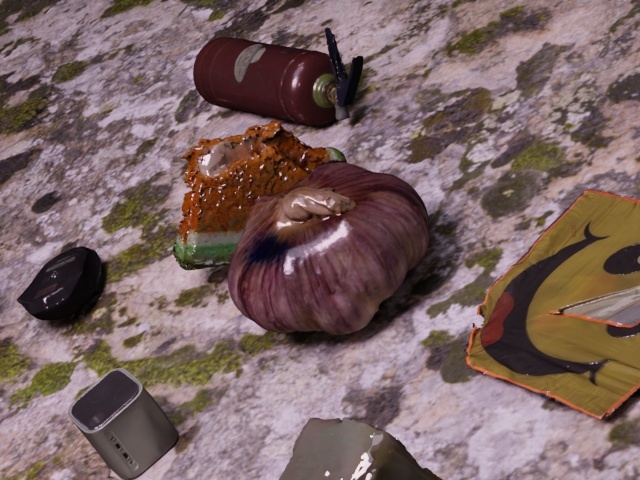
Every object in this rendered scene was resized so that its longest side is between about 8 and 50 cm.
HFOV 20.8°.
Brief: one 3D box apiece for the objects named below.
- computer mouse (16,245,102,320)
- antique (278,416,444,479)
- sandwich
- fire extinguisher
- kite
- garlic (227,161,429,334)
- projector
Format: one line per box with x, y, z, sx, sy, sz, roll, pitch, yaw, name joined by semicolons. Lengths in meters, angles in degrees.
-0.333;0.061;2.286;0.099;0.057;0.172;-25;20;16;computer mouse
-0.003;0.311;1.571;0.125;0.150;0.284;10;59;54;antique
-0.074;-0.057;2.132;0.235;0.159;0.079;-17;23;-13;sandwich
-0.045;-0.227;2.353;0.102;0.138;0.344;-21;21;-31;fire extinguisher
0.300;0.049;1.766;0.327;0.013;0.377;-18;32;22;kite
0.000;0.000;1.965;0.245;0.160;0.245;-24;31;16;garlic
-0.220;0.204;1.949;0.083;0.082;0.083;-40;32;-13;projector
